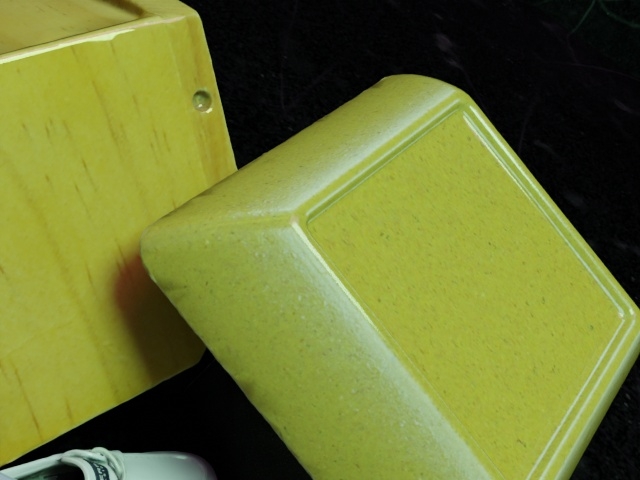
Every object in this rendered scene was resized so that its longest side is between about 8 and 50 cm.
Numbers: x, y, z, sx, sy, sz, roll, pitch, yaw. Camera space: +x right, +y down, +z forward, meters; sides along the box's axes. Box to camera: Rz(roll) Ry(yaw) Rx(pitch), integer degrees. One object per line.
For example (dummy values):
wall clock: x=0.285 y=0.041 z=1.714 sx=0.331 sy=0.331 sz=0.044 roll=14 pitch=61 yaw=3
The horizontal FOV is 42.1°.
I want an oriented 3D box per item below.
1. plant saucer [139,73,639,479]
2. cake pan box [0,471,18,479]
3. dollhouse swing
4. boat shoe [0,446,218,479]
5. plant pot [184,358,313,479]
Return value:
plant saucer: x=0.097 y=0.039 z=0.595 sx=0.333 sy=0.081 sz=0.333 roll=51 pitch=46 yaw=0
cake pan box: x=-0.173 y=0.239 z=0.382 sx=0.267 sy=0.070 sz=0.245 roll=38 pitch=38 yaw=-27
dollhouse swing: x=-0.290 y=-0.042 z=0.606 sx=0.347 sy=0.315 sz=0.305 roll=-26 pitch=25 yaw=-33
boat shoe: x=-0.154 y=0.176 z=0.540 sx=0.226 sy=0.075 sz=0.083 roll=-10 pitch=42 yaw=-45
plant pot: x=0.027 y=0.157 z=0.643 sx=0.187 sy=0.188 sz=0.167 roll=8 pitch=52 yaw=-33
